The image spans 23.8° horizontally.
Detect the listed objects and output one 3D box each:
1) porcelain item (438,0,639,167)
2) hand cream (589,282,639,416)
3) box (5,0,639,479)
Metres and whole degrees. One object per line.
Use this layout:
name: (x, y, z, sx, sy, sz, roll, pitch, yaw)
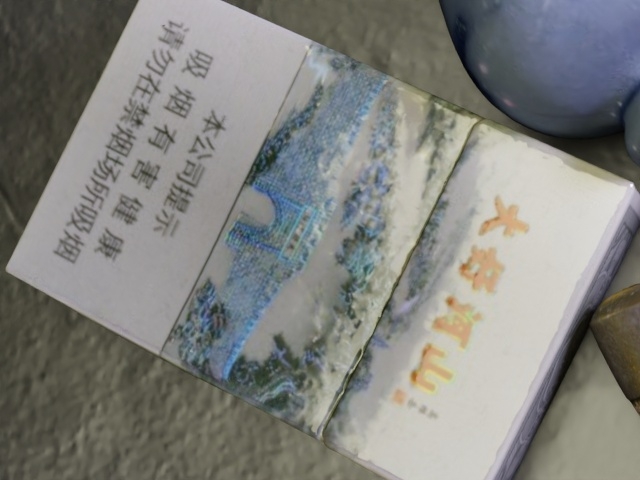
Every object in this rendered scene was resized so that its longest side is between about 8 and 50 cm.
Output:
porcelain item: (0.098, -0.146, 0.674, 0.141, 0.141, 0.259, -35, 66, 9)
hand cream: (0.187, 0.107, 0.641, 0.084, 0.084, 0.203, -22, 82, 13)
box: (0.000, 0.000, 0.713, 0.256, 0.069, 0.164, 26, 90, 19)
